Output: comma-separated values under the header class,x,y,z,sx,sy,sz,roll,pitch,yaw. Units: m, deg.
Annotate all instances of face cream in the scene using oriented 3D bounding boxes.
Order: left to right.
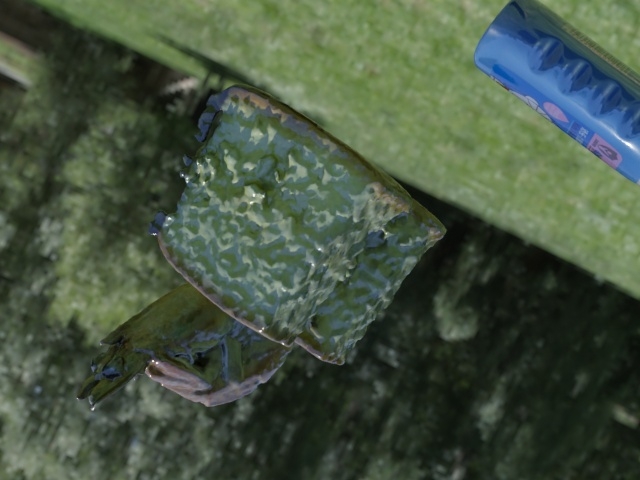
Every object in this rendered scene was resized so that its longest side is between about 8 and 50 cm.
class,x,y,z,sx,sy,sz,roll,pitch,yaw
face cream,0.267,-0.119,1.272,0.264,0.083,0.149,38,-171,9

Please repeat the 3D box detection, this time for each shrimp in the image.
class,x,y,z,sx,sy,sz,roll,pitch,yaw
shrimp,-0.151,0.135,1.650,0.317,0.168,0.077,-28,-162,-31

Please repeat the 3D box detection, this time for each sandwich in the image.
class,x,y,z,sx,sy,sz,roll,pitch,yaw
sandwich,0.000,0.000,0.902,0.128,0.122,0.236,38,-176,24
